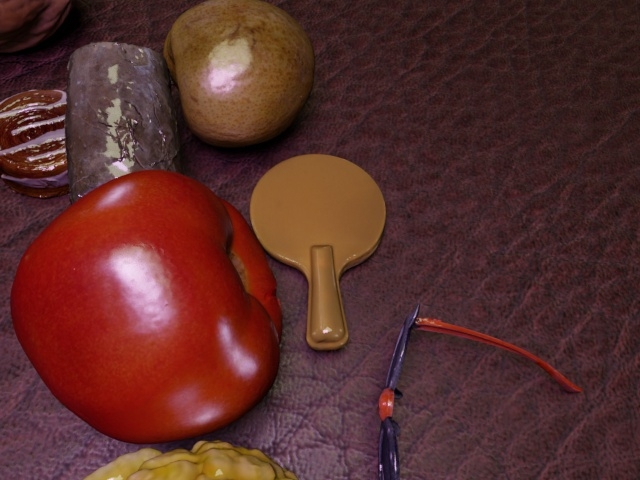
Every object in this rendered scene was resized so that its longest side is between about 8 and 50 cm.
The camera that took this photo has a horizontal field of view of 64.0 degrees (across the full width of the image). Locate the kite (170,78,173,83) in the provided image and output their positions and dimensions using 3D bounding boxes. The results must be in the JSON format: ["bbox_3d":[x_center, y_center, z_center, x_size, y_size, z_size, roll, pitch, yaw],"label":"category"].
[{"bbox_3d":[-0.197,-0.287,0.878,0.232,0.009,0.189,-1,60,-8],"label":"kite"}]

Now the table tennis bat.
[{"bbox_3d":[0.000,0.000,0.715,0.199,0.050,0.320,0,57,-6],"label":"table tennis bat"}]

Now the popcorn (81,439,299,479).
[{"bbox_3d":[-0.120,0.292,0.440,0.212,0.259,0.259,33,60,27],"label":"popcorn"}]

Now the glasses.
[{"bbox_3d":[0.195,0.209,0.579,0.269,0.118,0.234,11,58,-1],"label":"glasses"}]

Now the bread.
[{"bbox_3d":[-0.391,-0.142,0.733,0.161,0.073,0.160,3,59,-5],"label":"bread"}]

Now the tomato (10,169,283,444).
[{"bbox_3d":[-0.176,0.066,0.539,0.226,0.298,0.298,-21,62,9],"label":"tomato"}]

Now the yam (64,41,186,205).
[{"bbox_3d":[-0.253,-0.134,0.664,0.154,0.154,0.254,-5,80,-10],"label":"yam"}]

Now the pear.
[{"bbox_3d":[-0.112,-0.248,0.759,0.211,0.188,0.228,-16,72,-15],"label":"pear"}]

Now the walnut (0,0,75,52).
[{"bbox_3d":[-0.532,-0.422,0.770,0.313,0.277,0.251,14,96,-6],"label":"walnut"}]
